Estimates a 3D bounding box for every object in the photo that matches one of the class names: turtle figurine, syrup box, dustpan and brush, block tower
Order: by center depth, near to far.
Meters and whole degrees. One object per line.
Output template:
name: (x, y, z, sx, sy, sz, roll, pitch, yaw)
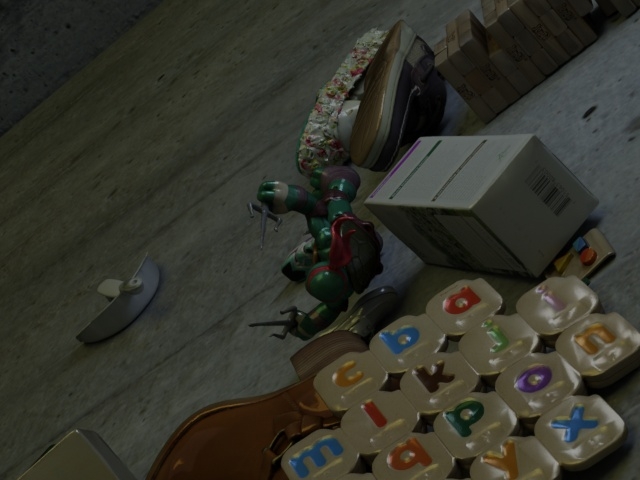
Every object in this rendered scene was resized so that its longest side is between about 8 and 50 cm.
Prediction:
syrup box: (0.142, -0.035, 1.566, 0.096, 0.093, 0.237, -49, 18, -12)
turtle figurine: (0.004, 0.016, 1.662, 0.118, 0.175, 0.234, 3, 22, 13)
block tower: (0.274, -0.270, 1.782, 0.335, 0.097, 0.091, -36, 23, 20)
dustpan and brush: (-0.252, 0.068, 2.186, 0.147, 0.060, 0.211, -51, 21, -16)

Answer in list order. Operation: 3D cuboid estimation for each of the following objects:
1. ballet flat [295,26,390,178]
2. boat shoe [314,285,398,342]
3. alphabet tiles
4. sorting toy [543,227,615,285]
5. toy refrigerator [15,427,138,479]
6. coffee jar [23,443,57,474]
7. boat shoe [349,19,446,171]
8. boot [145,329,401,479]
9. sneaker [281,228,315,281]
ballet flat: (0.047, -0.171, 2.052, 0.077, 0.091, 0.241, 3, 51, 35)
boat shoe: (0.038, 0.085, 1.644, 0.100, 0.035, 0.035, -38, 48, 8)
alphabet tiles: (0.109, 0.131, 1.316, 0.284, 0.021, 0.278, -33, 31, -5)
sorting toy: (0.220, 0.022, 1.436, 0.062, 0.012, 0.083, -41, 20, 11)
toy refrigerator: (-0.309, 0.315, 1.717, 0.269, 0.094, 0.102, -42, -10, -3)
coffee jar: (-0.320, 0.312, 1.821, 0.184, 0.079, 0.096, -47, 19, -3)
boat shoe: (0.097, -0.157, 1.903, 0.103, 0.092, 0.285, -61, 8, 29)
boot: (-0.036, 0.215, 1.459, 0.283, 0.109, 0.220, -36, 25, 3)
sneaker: (0.000, 0.000, 1.865, 0.098, 0.038, 0.069, -25, 28, 41)
